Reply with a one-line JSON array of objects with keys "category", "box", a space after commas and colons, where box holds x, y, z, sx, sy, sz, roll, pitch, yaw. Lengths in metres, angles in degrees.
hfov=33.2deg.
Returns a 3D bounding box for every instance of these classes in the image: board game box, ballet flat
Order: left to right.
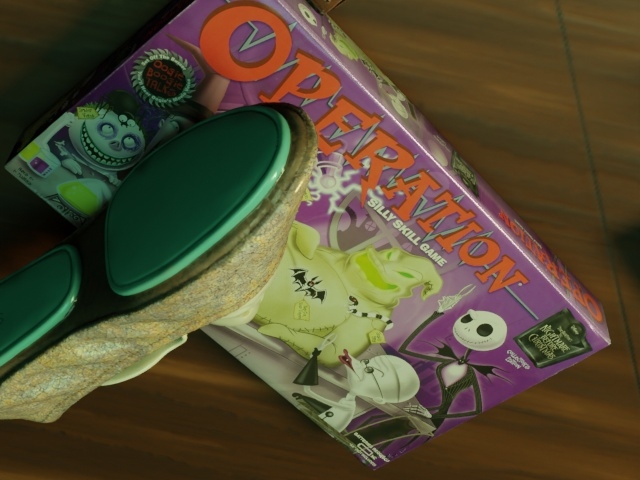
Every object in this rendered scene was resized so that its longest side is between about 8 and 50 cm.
[{"category": "ballet flat", "box": [-0.101, 0.024, 0.637, 0.316, 0.107, 0.106, -28, 140, 30]}, {"category": "board game box", "box": [0.000, 0.000, 0.685, 0.208, 0.056, 0.347, -37, 116, 23]}]

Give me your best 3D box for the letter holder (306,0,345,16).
[{"category": "letter holder", "box": [-0.029, -0.283, 0.407, 0.302, 0.152, 0.214, 39, 119, -22]}]
